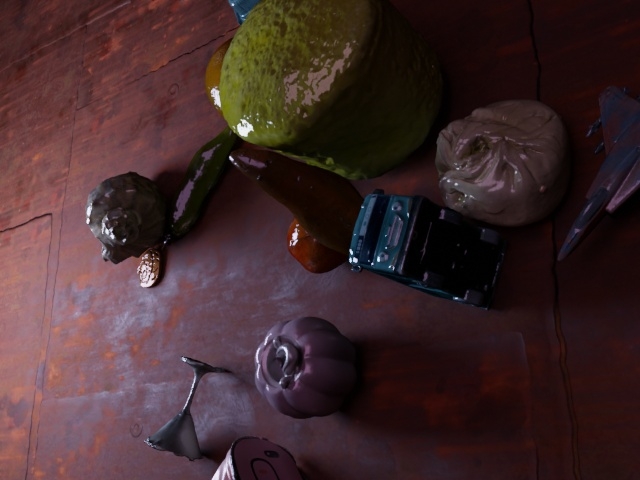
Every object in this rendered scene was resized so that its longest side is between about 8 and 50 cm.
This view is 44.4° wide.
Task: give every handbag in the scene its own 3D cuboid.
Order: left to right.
[{"bbox_3d":[-0.106,0.444,1.328,0.116,0.179,0.205,-59,43,18],"label":"handbag"}]

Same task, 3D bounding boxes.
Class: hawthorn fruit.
[{"bbox_3d":[0.000,0.000,1.431,0.128,0.128,0.128,-13,67,35],"label":"hawthorn fruit"}]

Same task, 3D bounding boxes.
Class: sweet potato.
[{"bbox_3d":[0.012,-0.057,1.330,0.112,0.359,0.112,-44,13,13],"label":"sweet potato"}]

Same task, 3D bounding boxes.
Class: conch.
[{"bbox_3d":[-0.411,-0.059,1.745,0.159,0.291,0.210,0,116,8],"label":"conch"}]

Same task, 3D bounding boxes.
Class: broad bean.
[{"bbox_3d":[-0.266,-0.129,1.718,0.077,0.061,0.339,33,97,33],"label":"broad bean"}]

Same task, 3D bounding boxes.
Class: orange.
[{"bbox_3d":[-0.133,-0.328,1.599,0.206,0.206,0.206,-13,67,35],"label":"orange"}]

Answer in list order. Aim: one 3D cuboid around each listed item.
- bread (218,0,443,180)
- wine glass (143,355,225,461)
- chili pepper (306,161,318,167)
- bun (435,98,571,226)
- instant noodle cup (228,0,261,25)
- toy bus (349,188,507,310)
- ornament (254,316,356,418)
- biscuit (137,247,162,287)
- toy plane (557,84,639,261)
[{"bbox_3d":[0.028,-0.281,1.368,0.348,0.308,0.348,-26,52,38],"label":"bread"},{"bbox_3d":[-0.256,0.325,1.533,0.122,0.122,0.182,12,78,40],"label":"wine glass"},{"bbox_3d":[-0.008,-0.102,1.522,0.049,0.043,0.208,-31,49,57],"label":"chili pepper"},{"bbox_3d":[0.277,-0.126,1.234,0.229,0.145,0.229,-15,67,38],"label":"bun"},{"bbox_3d":[-0.149,-0.594,1.777,0.179,0.070,0.157,-32,59,25],"label":"instant noodle cup"},{"bbox_3d":[0.163,0.017,1.201,0.147,0.256,0.128,10,81,43],"label":"toy bus"},{"bbox_3d":[-0.030,0.217,1.349,0.178,0.177,0.177,-13,67,35],"label":"ornament"},{"bbox_3d":[-0.390,0.063,1.785,0.078,0.015,0.091,-13,68,35],"label":"biscuit"},{"bbox_3d":[0.444,-0.101,1.117,0.223,0.104,0.326,42,107,40],"label":"toy plane"}]
